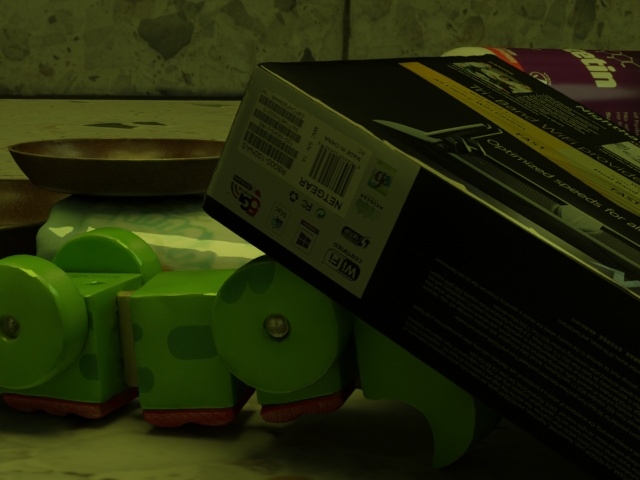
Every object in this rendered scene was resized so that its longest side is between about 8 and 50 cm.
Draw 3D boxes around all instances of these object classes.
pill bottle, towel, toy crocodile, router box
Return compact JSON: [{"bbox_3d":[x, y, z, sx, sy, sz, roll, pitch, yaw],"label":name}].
[{"bbox_3d":[0.261,-0.101,1.346,0.323,0.181,0.181,-3,11,-26],"label":"pill bottle"},{"bbox_3d":[0.000,0.000,0.992,0.321,0.090,0.374,3,10,8],"label":"towel"},{"bbox_3d":[-0.073,0.052,0.695,0.341,0.105,0.115,0,10,15],"label":"toy crocodile"},{"bbox_3d":[0.136,0.014,0.646,0.309,0.081,0.243,34,24,25],"label":"router box"}]

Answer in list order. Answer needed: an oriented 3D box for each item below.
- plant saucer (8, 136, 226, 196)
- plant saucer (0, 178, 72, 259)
[{"bbox_3d":[-0.126,-0.051,0.918,0.169,0.029,0.168,0,8,0],"label":"plant saucer"},{"bbox_3d":[-0.309,-0.009,1.061,0.311,0.050,0.310,1,9,0],"label":"plant saucer"}]
